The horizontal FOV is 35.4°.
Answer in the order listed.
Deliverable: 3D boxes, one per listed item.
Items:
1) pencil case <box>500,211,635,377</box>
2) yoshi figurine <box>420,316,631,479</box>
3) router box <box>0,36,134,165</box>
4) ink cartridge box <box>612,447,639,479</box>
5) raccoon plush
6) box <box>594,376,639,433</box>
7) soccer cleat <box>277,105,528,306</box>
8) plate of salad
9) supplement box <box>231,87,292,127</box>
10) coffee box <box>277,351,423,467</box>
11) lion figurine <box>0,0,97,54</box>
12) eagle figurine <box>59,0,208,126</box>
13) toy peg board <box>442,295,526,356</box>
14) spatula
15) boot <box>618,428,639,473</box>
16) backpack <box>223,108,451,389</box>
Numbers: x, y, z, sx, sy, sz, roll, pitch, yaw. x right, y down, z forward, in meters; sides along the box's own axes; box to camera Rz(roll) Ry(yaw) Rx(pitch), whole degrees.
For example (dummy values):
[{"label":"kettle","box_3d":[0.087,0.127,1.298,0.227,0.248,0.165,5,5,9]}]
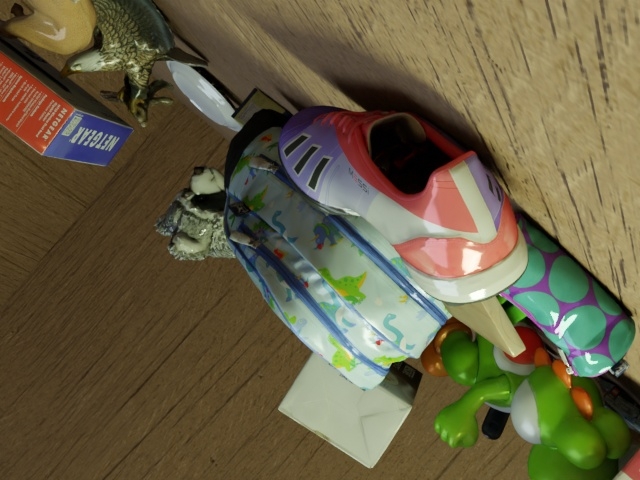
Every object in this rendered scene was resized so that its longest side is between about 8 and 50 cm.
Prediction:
[{"label":"pencil case","box_3d":[0.186,0.047,0.814,0.151,0.070,0.064,42,179,-13]},{"label":"yoshi figurine","box_3d":[0.274,0.227,1.328,0.203,0.203,0.362,40,-178,-27]},{"label":"router box","box_3d":[-0.462,-0.240,1.524,0.301,0.082,0.335,37,-177,1]},{"label":"ink cartridge box","box_3d":[0.357,0.412,1.184,0.160,0.385,0.279,40,178,26]},{"label":"raccoon plush","box_3d":[-0.093,0.045,1.832,0.446,0.299,0.216,61,168,-10]},{"label":"box","box_3d":[0.404,0.222,1.389,0.094,0.027,0.137,39,179,-9]},{"label":"soccer cleat","box_3d":[0.048,-0.066,0.802,0.318,0.108,0.116,44,160,54]},{"label":"plate of salad","box_3d":[-0.215,-0.285,1.920,0.200,0.048,0.200,40,168,10]},{"label":"supplement box","box_3d":[-0.070,-0.165,1.467,0.083,0.056,0.083,40,179,34]},{"label":"coffee box","box_3d":[0.048,0.200,1.337,0.141,0.098,0.246,32,-174,8]},{"label":"lion figurine","box_3d":[-0.359,-0.337,1.310,0.240,0.142,0.392,31,169,5]},{"label":"eagle figurine","box_3d":[-0.330,-0.333,1.585,0.226,0.225,0.298,-1,125,19]},{"label":"toy peg board","box_3d":[0.146,0.006,0.963,0.161,0.079,0.161,58,173,-17]},{"label":"spatula","box_3d":[0.288,0.213,1.499,0.084,0.030,0.296,30,-146,9]},{"label":"boot","box_3d":[0.504,0.337,1.567,0.305,0.112,0.115,37,-150,-14]},{"label":"backpack","box_3d":[0.030,0.015,1.210,0.355,0.273,0.290,17,154,53]}]
